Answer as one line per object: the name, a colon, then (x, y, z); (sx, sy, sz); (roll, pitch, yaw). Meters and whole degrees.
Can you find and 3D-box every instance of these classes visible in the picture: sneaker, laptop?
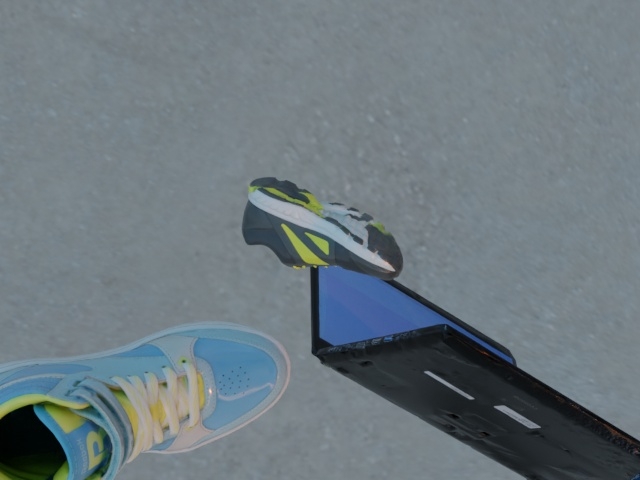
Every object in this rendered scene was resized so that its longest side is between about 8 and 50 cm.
sneaker: (0.000, 0.000, 0.602); (0.083, 0.031, 0.035); (28, 119, 8)
sneaker: (-0.164, 0.160, 1.121); (0.318, 0.208, 0.127); (-12, 98, -13)
laptop: (0.125, 0.082, 0.960); (0.264, 0.234, 0.137); (-20, 44, 59)

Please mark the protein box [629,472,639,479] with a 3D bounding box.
protein box: (0.209, 0.221, 0.608); (0.136, 0.200, 0.201); (-40, 84, 9)
